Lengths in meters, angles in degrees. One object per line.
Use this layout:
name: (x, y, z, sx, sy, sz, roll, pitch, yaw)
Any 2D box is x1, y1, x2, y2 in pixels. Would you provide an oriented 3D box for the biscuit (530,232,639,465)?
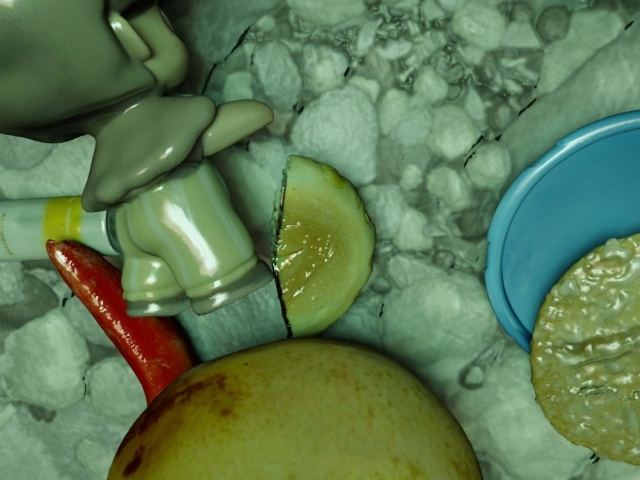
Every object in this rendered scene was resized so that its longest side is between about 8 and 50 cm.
biscuit: (0.272, 0.088, 0.503, 0.220, 0.033, 0.219, 3, 112, 7)

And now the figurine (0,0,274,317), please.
figurine: (-0.171, -0.116, 0.468, 0.203, 0.248, 0.380, -33, 103, -27)

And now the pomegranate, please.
pomegranate: (-0.007, 0.229, 0.481, 0.319, 0.319, 0.319, 2, 102, 8)

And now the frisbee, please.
frisbee: (0.254, 0.011, 0.513, 0.242, 0.045, 0.242, 4, 113, 8)

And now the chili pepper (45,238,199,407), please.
chili pepper: (-0.154, 0.104, 0.579, 0.063, 0.071, 0.272, -25, 107, 9)

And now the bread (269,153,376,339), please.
bread: (0.000, 0.000, 0.532, 0.094, 0.083, 0.157, -13, 110, 5)

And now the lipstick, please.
lipstick: (-0.309, -0.008, 0.591, 0.264, 0.059, 0.059, -3, 101, 9)
